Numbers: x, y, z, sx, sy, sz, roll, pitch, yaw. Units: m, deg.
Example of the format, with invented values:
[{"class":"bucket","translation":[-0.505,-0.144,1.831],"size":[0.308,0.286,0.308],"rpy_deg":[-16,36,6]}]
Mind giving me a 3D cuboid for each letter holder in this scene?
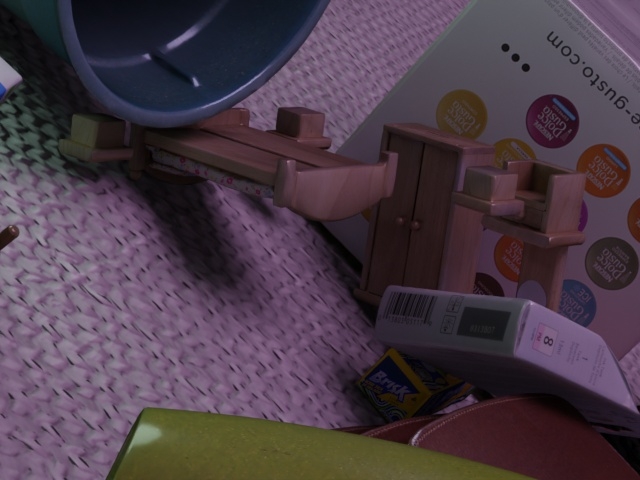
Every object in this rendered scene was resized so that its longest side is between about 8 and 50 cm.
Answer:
[{"class":"letter holder","translation":[0.094,0.192,1.533],"size":[0.214,0.152,0.302],"rpy_deg":[49,23,18]}]

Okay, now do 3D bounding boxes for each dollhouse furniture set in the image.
[{"class":"dollhouse furniture set","translation":[0.000,0.000,1.695],"size":[0.355,0.174,0.303],"rpy_deg":[-6,18,-45]}]

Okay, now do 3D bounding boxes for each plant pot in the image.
[{"class":"plant pot","translation":[-0.005,0.224,1.212],"size":[0.293,0.275,0.275],"rpy_deg":[27,25,-4]},{"class":"plant pot","translation":[-0.194,-0.317,1.672],"size":[0.334,0.341,0.341],"rpy_deg":[31,13,34]}]

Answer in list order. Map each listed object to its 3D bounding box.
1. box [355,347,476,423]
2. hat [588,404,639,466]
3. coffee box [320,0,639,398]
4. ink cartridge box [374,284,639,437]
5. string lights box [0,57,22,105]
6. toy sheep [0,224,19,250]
[{"class":"box","translation":[0.100,0.121,1.785],"size":[0.059,0.054,0.169],"rpy_deg":[49,23,13]},{"class":"hat","translation":[0.403,0.231,1.956],"size":[0.331,0.331,0.134],"rpy_deg":[7,83,-55]},{"class":"coffee box","translation":[0.247,-0.062,1.982],"size":[0.337,0.334,0.338],"rpy_deg":[46,21,7]},{"class":"ink cartridge box","translation":[0.188,0.106,1.680],"size":[0.232,0.066,0.189],"rpy_deg":[22,-11,-34]},{"class":"string lights box","translation":[-0.308,-0.055,1.311],"size":[0.077,0.133,0.259],"rpy_deg":[42,23,-5]},{"class":"toy sheep","translation":[-0.258,0.008,1.344],"size":[0.091,0.091,0.132],"rpy_deg":[48,31,11]}]
